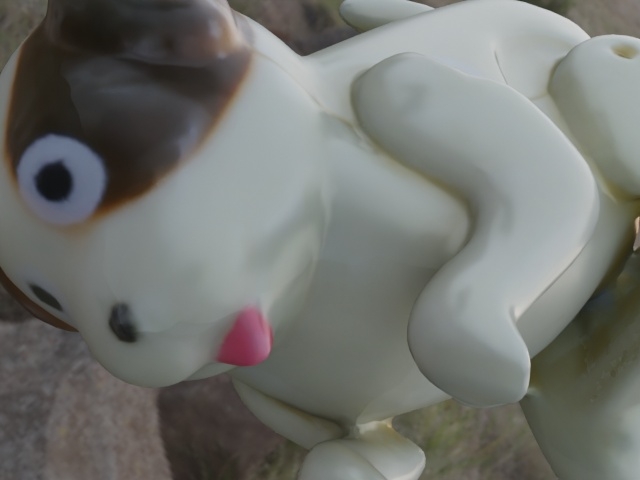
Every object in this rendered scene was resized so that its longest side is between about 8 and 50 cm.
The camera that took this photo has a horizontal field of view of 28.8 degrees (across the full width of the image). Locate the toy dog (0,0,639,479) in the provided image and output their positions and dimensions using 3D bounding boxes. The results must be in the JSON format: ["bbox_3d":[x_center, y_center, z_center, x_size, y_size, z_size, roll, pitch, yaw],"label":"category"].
[{"bbox_3d":[0.021,-0.034,0.694,0.408,0.284,0.395,0,58,-32],"label":"toy dog"}]
